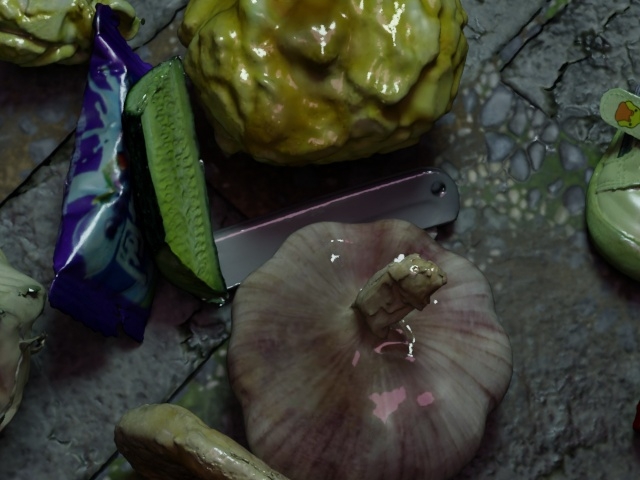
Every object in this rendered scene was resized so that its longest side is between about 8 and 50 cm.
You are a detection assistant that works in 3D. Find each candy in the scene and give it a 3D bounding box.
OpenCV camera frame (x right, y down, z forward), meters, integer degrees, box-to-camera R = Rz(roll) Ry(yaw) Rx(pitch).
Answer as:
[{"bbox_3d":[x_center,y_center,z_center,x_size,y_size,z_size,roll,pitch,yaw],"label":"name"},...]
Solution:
[{"bbox_3d":[-0.173,-0.054,1.434,0.070,0.145,0.275,-4,69,29],"label":"candy"}]

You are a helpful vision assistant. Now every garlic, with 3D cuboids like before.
[{"bbox_3d":[0.050,0.078,1.349,0.245,0.253,0.245,3,68,-9],"label":"garlic"}]

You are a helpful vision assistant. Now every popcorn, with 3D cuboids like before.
[{"bbox_3d":[0.003,-0.176,1.421,0.249,0.249,0.225,-5,107,-5],"label":"popcorn"},{"bbox_3d":[-0.245,-0.223,1.477,0.162,0.141,0.135,21,106,30],"label":"popcorn"}]

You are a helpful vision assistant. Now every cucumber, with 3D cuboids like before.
[{"bbox_3d":[-0.129,-0.039,1.394,0.046,0.070,0.220,-4,105,30],"label":"cucumber"}]

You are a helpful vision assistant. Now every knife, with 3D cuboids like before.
[{"bbox_3d":[-0.002,-0.003,1.476,0.265,0.040,0.073,-16,91,-8],"label":"knife"}]

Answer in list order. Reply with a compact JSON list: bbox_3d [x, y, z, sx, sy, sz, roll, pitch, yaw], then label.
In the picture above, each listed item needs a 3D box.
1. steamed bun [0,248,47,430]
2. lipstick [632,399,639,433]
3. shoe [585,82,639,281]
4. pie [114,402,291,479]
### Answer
[{"bbox_3d":[-0.379,0.078,1.344,0.280,0.207,0.268,37,29,28],"label":"steamed bun"},{"bbox_3d":[0.409,0.192,1.429,0.279,0.073,0.073,25,73,4],"label":"lipstick"},{"bbox_3d":[0.322,-0.091,1.494,0.140,0.128,0.262,22,69,17],"label":"shoe"},{"bbox_3d":[-0.068,0.194,1.339,0.218,0.185,0.052,28,68,11],"label":"pie"}]
